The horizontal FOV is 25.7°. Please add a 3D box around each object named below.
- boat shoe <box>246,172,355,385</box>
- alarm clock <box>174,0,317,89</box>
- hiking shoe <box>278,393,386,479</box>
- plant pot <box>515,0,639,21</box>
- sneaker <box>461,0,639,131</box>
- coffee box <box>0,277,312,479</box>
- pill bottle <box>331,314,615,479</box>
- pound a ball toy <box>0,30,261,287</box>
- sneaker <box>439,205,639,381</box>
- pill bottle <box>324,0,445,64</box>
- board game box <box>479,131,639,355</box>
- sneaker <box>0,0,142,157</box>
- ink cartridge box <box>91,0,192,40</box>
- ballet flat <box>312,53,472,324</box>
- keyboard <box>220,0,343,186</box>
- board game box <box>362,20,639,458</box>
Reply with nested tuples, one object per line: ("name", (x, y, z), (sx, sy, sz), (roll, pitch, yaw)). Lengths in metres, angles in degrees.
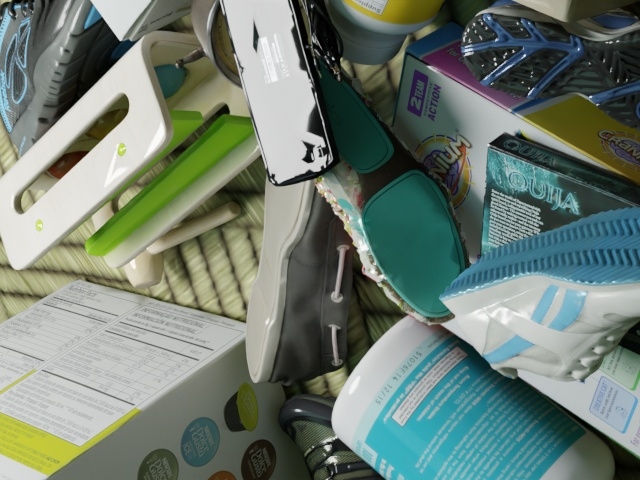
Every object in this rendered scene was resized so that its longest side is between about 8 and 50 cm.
("boat shoe", (0.000, 0.000, 1.288), (0.112, 0.095, 0.335), (-109, 25, -46))
("alarm clock", (-0.028, -0.203, 1.137), (0.192, 0.129, 0.064), (-51, 41, 21))
("hiking shoe", (0.028, 0.251, 1.403), (0.227, 0.114, 0.086), (44, 140, 14))
("plant pot", (0.159, -0.217, 0.940), (0.109, 0.109, 0.096), (29, 122, 30))
("sneaker", (0.208, -0.132, 0.971), (0.211, 0.081, 0.080), (20, 131, 13))
("coffee box", (-0.239, 0.282, 1.529), (0.338, 0.334, 0.337), (10, 125, 45))
("pill bottle", (0.148, 0.189, 1.205), (0.264, 0.146, 0.146), (39, 139, 21))
("pound a ball toy", (-0.175, -0.074, 1.372), (0.319, 0.208, 0.135), (-36, 65, 40))
("sneaker", (0.185, 0.042, 0.969), (0.092, 0.087, 0.229), (55, 150, -11))
("pill bottle", (0.057, -0.219, 1.040), (0.103, 0.103, 0.184), (44, 141, 14))
("board game box", (0.199, 0.009, 1.011), (0.186, 0.026, 0.126), (26, 133, 32))
("sneaker", (-0.262, -0.202, 1.374), (0.139, 0.125, 0.341), (52, 141, 8))
("ink cartridge box", (-0.157, -0.291, 1.176), (0.208, 0.153, 0.087), (53, 143, 1))
("ballet flat", (0.044, -0.042, 1.110), (0.241, 0.091, 0.077), (60, 174, 6))
("keyboard", (-0.019, -0.142, 1.063), (0.100, 0.038, 0.192), (-12, 95, 42))
("board game box", (0.187, 0.006, 1.097), (0.316, 0.064, 0.242), (34, 137, 25))
